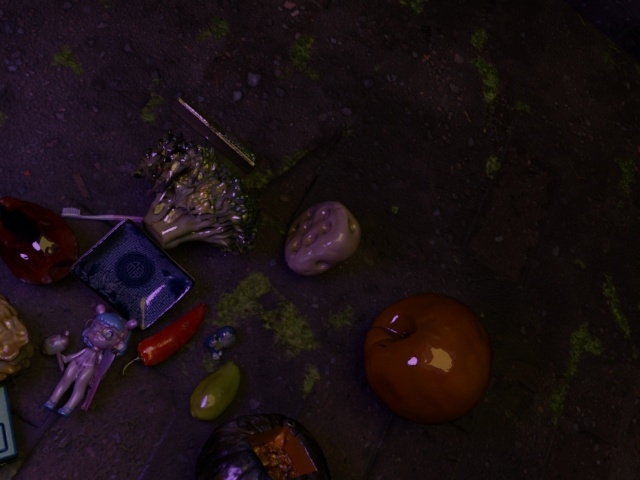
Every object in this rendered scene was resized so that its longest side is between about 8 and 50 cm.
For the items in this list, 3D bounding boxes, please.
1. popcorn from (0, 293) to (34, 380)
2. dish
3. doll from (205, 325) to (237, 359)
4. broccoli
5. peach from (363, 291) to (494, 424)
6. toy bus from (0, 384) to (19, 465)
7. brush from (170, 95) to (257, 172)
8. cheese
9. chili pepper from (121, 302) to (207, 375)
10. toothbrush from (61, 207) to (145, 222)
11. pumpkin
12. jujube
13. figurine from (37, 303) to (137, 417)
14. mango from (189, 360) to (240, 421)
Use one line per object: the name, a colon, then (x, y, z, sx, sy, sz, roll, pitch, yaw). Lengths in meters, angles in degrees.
popcorn: (-0.707, 0.198, 1.422, 0.181, 0.235, 0.217, -33, 110, -42)
dish: (-0.442, 0.074, 1.640, 0.182, 0.080, 0.243, -42, 119, -2)
doll: (-0.246, 0.245, 1.719, 0.083, 0.076, 0.050, -30, 52, -23)
broccoli: (-0.285, -0.106, 1.672, 0.334, 0.324, 0.272, 47, 43, 8)
peach: (0.287, 0.315, 1.800, 0.302, 0.342, 0.343, 50, 57, -28)
toy bus: (-0.683, 0.390, 1.447, 0.079, 0.092, 0.160, -9, 76, -26)
brush: (-0.287, -0.294, 1.898, 0.282, 0.054, 0.048, 39, 52, -8)
cheese: (0.000, 0.000, 1.843, 0.117, 0.235, 0.218, 43, 84, -28)
chili pepper: (-0.367, 0.240, 1.668, 0.272, 0.063, 0.071, -36, 102, -33)
toothbrush: (-0.498, -0.057, 1.734, 0.286, 0.020, 0.025, 6, 63, -23)
pumpkin: (-0.123, 0.535, 1.562, 0.320, 0.192, 0.320, 20, 34, -14)
jujube: (-0.659, -0.003, 1.568, 0.236, 0.168, 0.168, 39, 59, 12)
figurine: (-0.539, 0.269, 1.568, 0.205, 0.103, 0.260, 16, 62, 21)
mango: (-0.250, 0.360, 1.668, 0.091, 0.074, 0.165, 38, 60, -6)
